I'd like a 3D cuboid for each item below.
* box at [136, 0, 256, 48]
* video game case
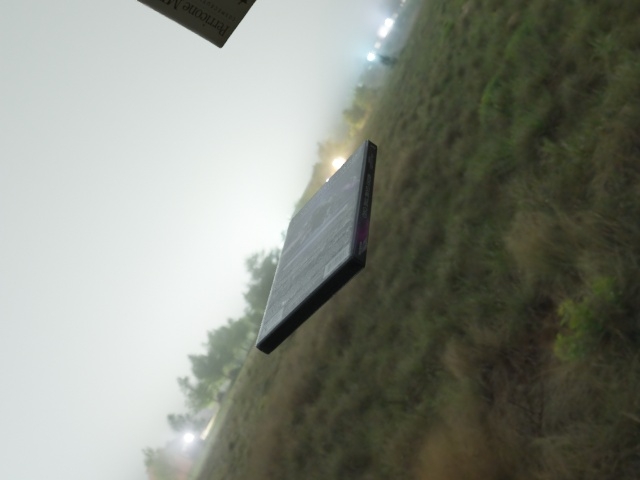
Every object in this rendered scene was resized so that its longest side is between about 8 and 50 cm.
[{"bbox_3d":[-0.084,-0.177,0.353,0.087,0.102,0.101,-49,-29,17],"label":"box"},{"bbox_3d":[0.000,0.000,0.898,0.196,0.026,0.274,-45,19,33],"label":"video game case"}]
